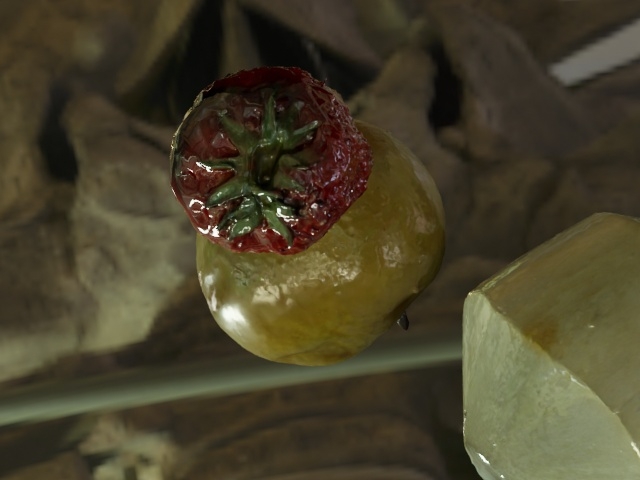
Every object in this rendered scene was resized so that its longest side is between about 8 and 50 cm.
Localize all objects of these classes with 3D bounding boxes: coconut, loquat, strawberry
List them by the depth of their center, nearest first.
[{"bbox_3d":[-0.023,-0.038,0.851,0.106,0.106,0.106,-7,-157,3],"label":"strawberry"},{"bbox_3d":[0.003,-0.004,1.389,0.213,0.213,0.213,-7,-157,3],"label":"loquat"},{"bbox_3d":[0.276,0.136,1.623,0.323,0.323,0.323,-7,-157,3],"label":"coconut"}]
